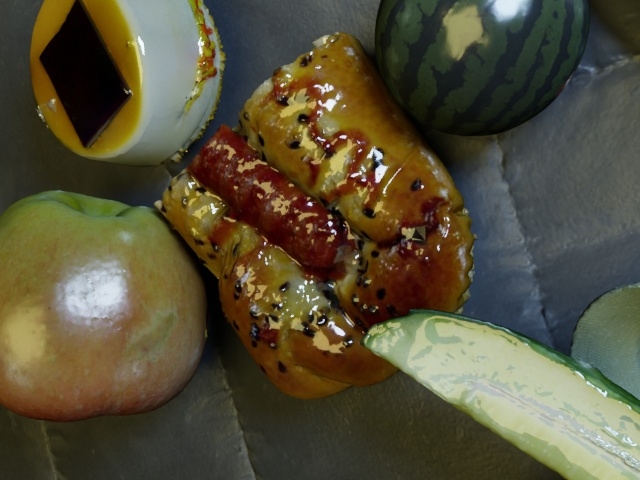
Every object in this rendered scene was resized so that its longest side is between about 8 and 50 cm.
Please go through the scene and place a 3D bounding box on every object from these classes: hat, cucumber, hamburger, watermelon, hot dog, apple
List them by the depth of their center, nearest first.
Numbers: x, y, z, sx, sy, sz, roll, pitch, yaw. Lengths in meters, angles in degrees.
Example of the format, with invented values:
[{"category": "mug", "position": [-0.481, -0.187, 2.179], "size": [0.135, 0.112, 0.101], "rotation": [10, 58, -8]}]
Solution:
[{"category": "hat", "position": [0.381, 0.122, 0.668], "size": [0.257, 0.130, 0.257], "rotation": [35, 143, 32]}, {"category": "cucumber", "position": [0.202, 0.150, 0.690], "size": [0.325, 0.145, 0.105], "rotation": [28, 89, 21]}, {"category": "watermelon", "position": [0.157, -0.206, 0.711], "size": [0.212, 0.212, 0.212], "rotation": [6, 102, 31]}, {"category": "hot dog", "position": [0.000, 0.000, 0.861], "size": [0.367, 0.196, 0.365], "rotation": [-40, 81, 33]}, {"category": "hamburger", "position": [-0.258, -0.239, 0.979], "size": [0.294, 0.179, 0.276], "rotation": [-40, 75, 34]}, {"category": "apple", "position": [-0.321, 0.083, 1.000], "size": [0.338, 0.338, 0.305], "rotation": [1, 88, 31]}]
